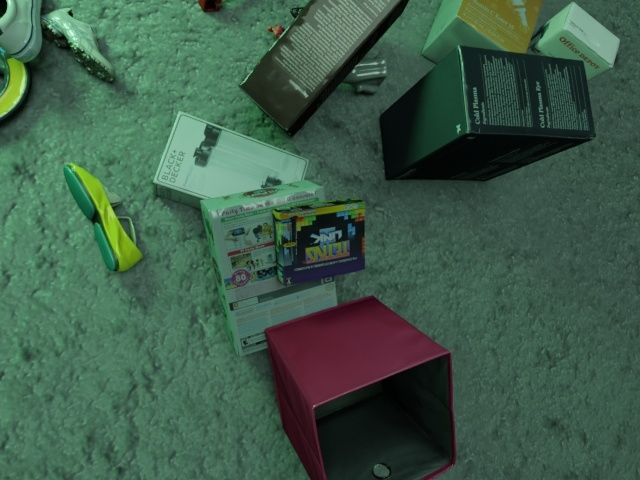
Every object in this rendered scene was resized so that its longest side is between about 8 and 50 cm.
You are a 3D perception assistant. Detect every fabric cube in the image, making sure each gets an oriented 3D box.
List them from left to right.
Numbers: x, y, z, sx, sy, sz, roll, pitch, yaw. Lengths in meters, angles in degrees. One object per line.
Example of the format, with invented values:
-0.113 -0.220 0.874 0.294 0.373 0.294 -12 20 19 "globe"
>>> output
0.066 0.292 0.825 0.254 0.258 0.258 -16 111 -20 "fabric cube"

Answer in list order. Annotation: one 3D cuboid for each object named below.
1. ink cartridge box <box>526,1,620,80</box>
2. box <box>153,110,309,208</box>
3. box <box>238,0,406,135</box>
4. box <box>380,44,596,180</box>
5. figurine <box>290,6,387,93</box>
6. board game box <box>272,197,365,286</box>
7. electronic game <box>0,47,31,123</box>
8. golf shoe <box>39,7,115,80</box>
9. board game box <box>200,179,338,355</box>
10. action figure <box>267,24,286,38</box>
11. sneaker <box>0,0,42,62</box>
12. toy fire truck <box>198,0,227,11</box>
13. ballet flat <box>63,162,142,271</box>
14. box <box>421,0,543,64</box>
0.639 -0.493 1.196 0.172 0.237 0.100 30 73 -12 "ink cartridge box"
-0.189 -0.137 0.945 0.290 0.087 0.169 19 76 -14 "box"
0.012 -0.409 0.929 0.143 0.191 0.381 41 97 -6 "box"
0.355 -0.264 1.008 0.313 0.343 0.178 -3 83 -19 "box"
0.042 -0.462 1.066 0.210 0.092 0.214 -11 99 -15 "figurine"
0.000 0.000 0.826 0.171 0.048 0.140 -10 108 -22 "board game box"
-0.683 -0.316 0.836 0.230 0.048 0.228 3 80 -18 "electronic game"
-0.485 -0.412 0.909 0.176 0.069 0.086 41 65 -9 "golf shoe"
-0.094 0.051 0.879 0.224 0.097 0.302 -14 112 -21 "board game box"
-0.076 -0.491 1.073 0.115 0.030 0.038 24 70 -20 "action figure"
-0.596 -0.467 0.837 0.094 0.091 0.257 -24 71 6 "sneaker"
-0.216 -0.632 1.042 0.192 0.047 0.135 -27 90 -21 "toy fire truck"
-0.422 -0.049 0.870 0.077 0.077 0.230 -26 92 -41 "ballet flat"
0.455 -0.628 1.196 0.215 0.168 0.344 26 74 -12 "box"
